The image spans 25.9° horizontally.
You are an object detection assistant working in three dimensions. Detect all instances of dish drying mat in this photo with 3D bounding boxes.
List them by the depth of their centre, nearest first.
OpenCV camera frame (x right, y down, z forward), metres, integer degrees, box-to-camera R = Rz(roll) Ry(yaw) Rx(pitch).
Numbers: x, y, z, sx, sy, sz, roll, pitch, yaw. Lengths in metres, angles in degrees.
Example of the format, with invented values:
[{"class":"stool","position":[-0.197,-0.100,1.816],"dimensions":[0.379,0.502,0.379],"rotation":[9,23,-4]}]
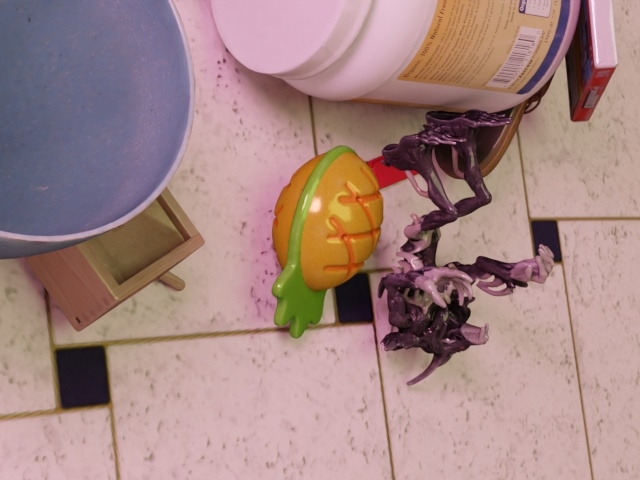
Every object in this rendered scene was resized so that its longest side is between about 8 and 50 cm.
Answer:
[{"class":"dish drying mat","position":[0.081,-0.078,1.464],"dimensions":[0.083,0.008,0.032],"rotation":[-23,98,-44]}]

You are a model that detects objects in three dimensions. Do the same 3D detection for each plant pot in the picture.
[{"class":"plant pot","position":[-0.263,-0.106,0.993],"dimensions":[0.290,0.195,0.290],"rotation":[18,61,-34]}]

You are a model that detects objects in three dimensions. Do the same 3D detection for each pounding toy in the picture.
[{"class":"pounding toy","position":[-0.171,0.001,1.160],"dimensions":[0.130,0.100,0.141],"rotation":[55,45,-1]}]

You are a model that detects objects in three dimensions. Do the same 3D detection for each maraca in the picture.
[{"class":"maraca","position":[0.000,0.000,1.309],"dimensions":[0.127,0.099,0.186],"rotation":[41,67,-59]}]

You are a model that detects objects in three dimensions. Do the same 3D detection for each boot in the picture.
[{"class":"boot","position":[0.215,-0.171,1.553],"dimensions":[0.115,0.112,0.305],"rotation":[50,48,-37]}]

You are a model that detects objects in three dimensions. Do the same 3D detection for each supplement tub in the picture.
[{"class":"supplement tub","position":[0.074,-0.242,1.340],"dimensions":[0.316,0.228,0.228],"rotation":[0,81,-44]}]

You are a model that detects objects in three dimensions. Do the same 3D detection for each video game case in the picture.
[{"class":"video game case","position":[0.279,-0.250,1.472],"dimensions":[0.285,0.025,0.204],"rotation":[45,42,-82]}]

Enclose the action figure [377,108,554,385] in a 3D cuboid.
[{"class":"action figure","position":[0.133,0.020,1.361],"dimensions":[0.164,0.141,0.276],"rotation":[-23,118,-42]}]
